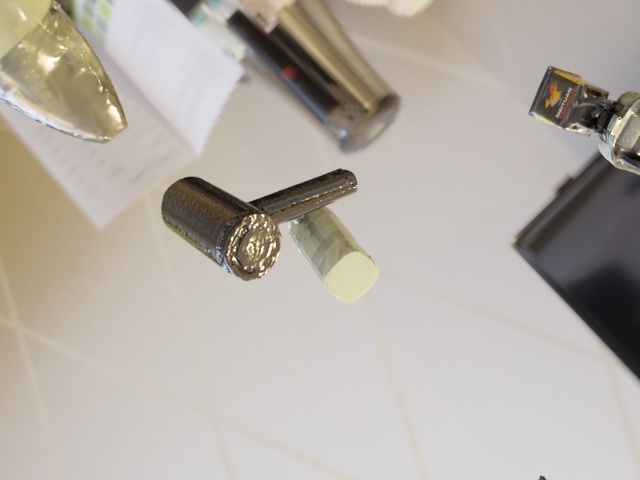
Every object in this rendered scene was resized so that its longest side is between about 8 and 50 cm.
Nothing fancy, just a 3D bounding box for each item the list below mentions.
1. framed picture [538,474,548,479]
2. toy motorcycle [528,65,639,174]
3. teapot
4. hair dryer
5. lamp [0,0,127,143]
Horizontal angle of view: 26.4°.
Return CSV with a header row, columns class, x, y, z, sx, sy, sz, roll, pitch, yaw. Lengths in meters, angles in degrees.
class,x,y,z,sx,sy,sz,roll,pitch,yaw
framed picture,0.289,0.336,1.357,0.010,0.199,0.195,-42,153,-18
toy motorcycle,0.370,-0.122,1.531,0.263,0.157,0.091,9,109,-45
teapot,0.000,0.000,1.976,0.107,0.200,0.077,37,99,-32
hair dryer,-0.062,-0.041,1.789,0.251,0.197,0.089,-19,116,-27
lamp,-0.262,-0.170,1.173,0.101,0.250,0.101,-32,-150,21
